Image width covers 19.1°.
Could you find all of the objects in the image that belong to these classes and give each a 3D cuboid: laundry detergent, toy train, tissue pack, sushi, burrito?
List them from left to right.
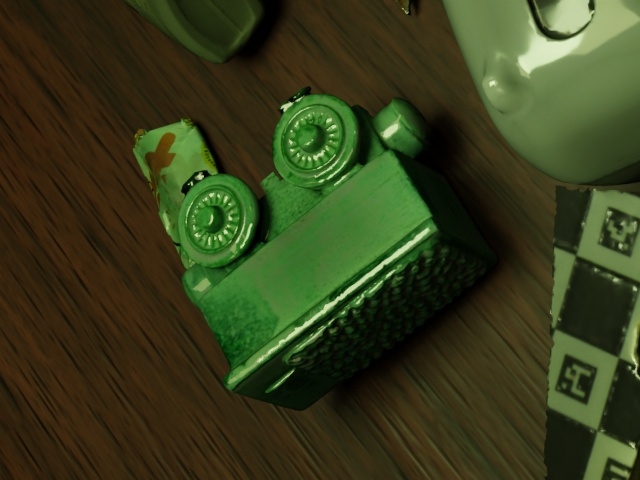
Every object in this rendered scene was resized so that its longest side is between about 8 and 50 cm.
[{"bbox_3d":[-0.173,-0.271,1.801,0.091,0.181,0.253,-51,49,-1],"label":"laundry detergent"},{"bbox_3d":[-0.091,-0.008,1.788,0.104,0.054,0.288,-38,63,27],"label":"burrito"},{"bbox_3d":[0.000,0.000,1.639,0.266,0.145,0.202,-38,63,16],"label":"toy train"},{"bbox_3d":[0.206,-0.219,1.459,0.229,0.236,0.333,-28,70,32],"label":"tissue pack"},{"bbox_3d":[0.324,0.133,1.449,0.320,0.068,0.339,4,93,40],"label":"sushi"}]

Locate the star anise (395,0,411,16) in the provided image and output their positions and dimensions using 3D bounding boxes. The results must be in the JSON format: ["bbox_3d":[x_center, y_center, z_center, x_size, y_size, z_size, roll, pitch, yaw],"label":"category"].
[{"bbox_3d":[0.061,-0.262,1.691,0.124,0.056,0.129,-18,86,16],"label":"star anise"}]
